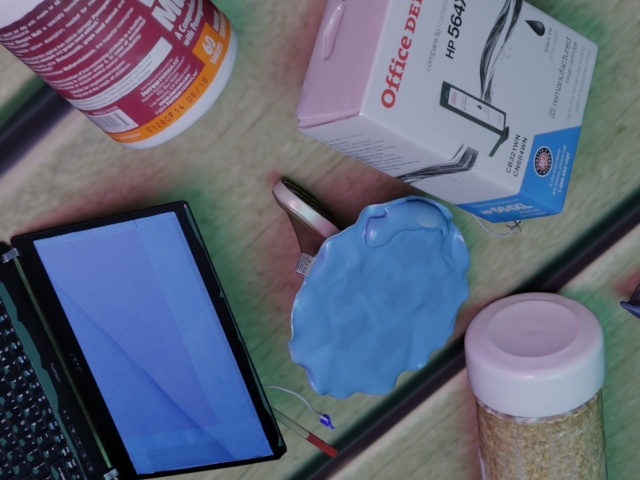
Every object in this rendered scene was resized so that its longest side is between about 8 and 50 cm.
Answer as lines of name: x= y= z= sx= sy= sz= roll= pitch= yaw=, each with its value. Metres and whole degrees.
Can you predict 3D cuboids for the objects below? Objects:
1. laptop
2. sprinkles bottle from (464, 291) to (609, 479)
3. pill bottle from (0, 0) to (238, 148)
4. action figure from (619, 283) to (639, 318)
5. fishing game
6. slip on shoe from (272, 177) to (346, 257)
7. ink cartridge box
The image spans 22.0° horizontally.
laptop: x=-0.197 y=0.124 z=1.240 sx=0.264 sy=0.136 sz=0.234 roll=-32 pitch=114 yaw=-28
sprinkles bottle: x=0.207 y=0.219 z=1.507 sx=0.121 sy=0.121 sz=0.355 roll=-18 pitch=125 yaw=-11
pill bottle: x=-0.168 y=-0.169 z=1.115 sx=0.121 sy=0.121 sz=0.221 roll=-43 pitch=126 yaw=7
action figure: x=0.451 y=0.098 z=1.503 sx=0.341 sy=0.178 sz=0.330 roll=23 pitch=100 yaw=-34
fishing game: x=0.044 y=0.045 z=1.334 sx=0.264 sy=0.041 sz=0.189 roll=-52 pitch=136 yaw=0
slip on shoe: x=0.000 y=0.000 z=1.334 sx=0.041 sy=0.051 sz=0.135 roll=-43 pitch=134 yaw=7
ink cartridge box: x=0.098 y=-0.118 z=1.239 sx=0.203 sy=0.086 sz=0.148 roll=23 pitch=74 yaw=-32
